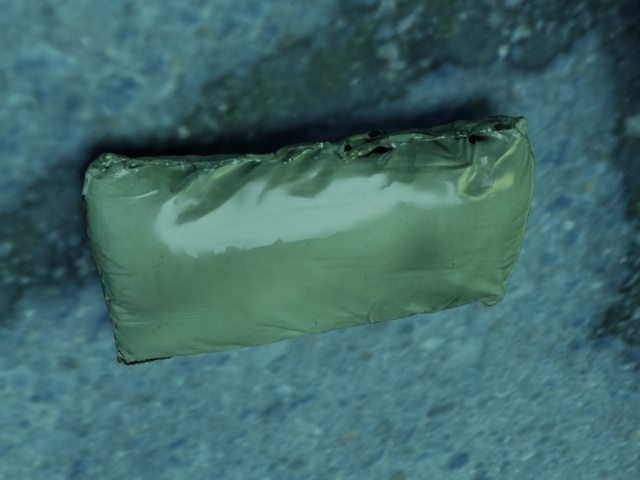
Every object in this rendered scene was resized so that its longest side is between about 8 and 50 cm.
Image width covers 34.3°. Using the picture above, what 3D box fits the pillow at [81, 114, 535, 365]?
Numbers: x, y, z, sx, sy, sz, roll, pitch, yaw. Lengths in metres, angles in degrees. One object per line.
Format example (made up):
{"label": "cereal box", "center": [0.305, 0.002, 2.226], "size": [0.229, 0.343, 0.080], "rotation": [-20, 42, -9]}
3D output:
{"label": "pillow", "center": [0.000, 0.000, 0.527], "size": [0.229, 0.051, 0.128], "rotation": [-8, 128, -13]}
